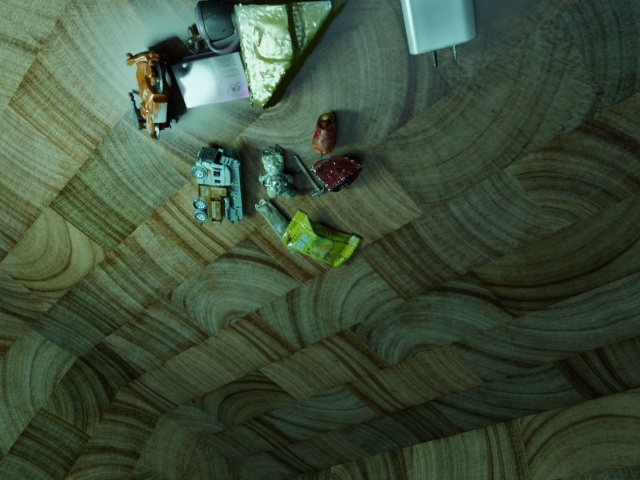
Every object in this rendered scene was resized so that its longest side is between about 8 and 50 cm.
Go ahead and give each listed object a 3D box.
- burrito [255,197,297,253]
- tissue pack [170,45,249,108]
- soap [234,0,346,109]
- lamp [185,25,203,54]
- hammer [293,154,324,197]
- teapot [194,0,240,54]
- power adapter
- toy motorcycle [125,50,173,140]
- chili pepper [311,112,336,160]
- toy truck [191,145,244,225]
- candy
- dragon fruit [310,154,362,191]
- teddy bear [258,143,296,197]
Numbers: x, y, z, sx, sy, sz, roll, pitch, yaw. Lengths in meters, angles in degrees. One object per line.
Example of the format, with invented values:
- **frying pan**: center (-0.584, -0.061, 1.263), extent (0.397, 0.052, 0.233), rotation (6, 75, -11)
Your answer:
- **burrito**: center (-0.167, -0.059, 1.825), extent (0.082, 0.059, 0.275), rotation (-31, 117, 18)
- **tissue pack**: center (-0.340, -0.532, 1.472), extent (0.246, 0.093, 0.149), rotation (-4, 125, 16)
- **soap**: center (-0.072, -0.545, 1.354), extent (0.304, 0.169, 0.339), rotation (10, 130, 19)
- **lamp**: center (-0.403, -0.637, 1.446), extent (0.063, 0.031, 0.083), rotation (28, 127, -1)
- **hammer**: center (-0.045, -0.243, 1.679), extent (0.062, 0.017, 0.182), rotation (-22, 119, 26)
- **teapot**: center (-0.293, -0.650, 1.345), extent (0.145, 0.148, 0.116), rotation (-7, 156, 6)
- **power adapter**: center (0.329, -0.608, 1.240), extent (0.186, 0.124, 0.255), rotation (-7, 126, 20)
- **toy motorcycle**: center (-0.565, -0.498, 1.505), extent (0.147, 0.221, 0.326), rotation (-11, 155, -29)
- **chili pepper**: center (0.013, -0.339, 1.547), extent (0.084, 0.086, 0.192), rotation (33, 145, 21)
- **toy truck**: center (-0.382, -0.213, 1.712), extent (0.184, 0.133, 0.339), rotation (6, 132, -4)
- **candy**: center (0.000, 0.000, 1.805), extent (0.297, 0.081, 0.187), rotation (24, 122, -17)
- **dragon fruit**: center (0.065, -0.252, 1.608), extent (0.161, 0.120, 0.127), rotation (-34, 91, 14)
- **teddy bear**: center (-0.169, -0.231, 1.657), extent (0.133, 0.111, 0.213), rotation (-3, 128, 11)
